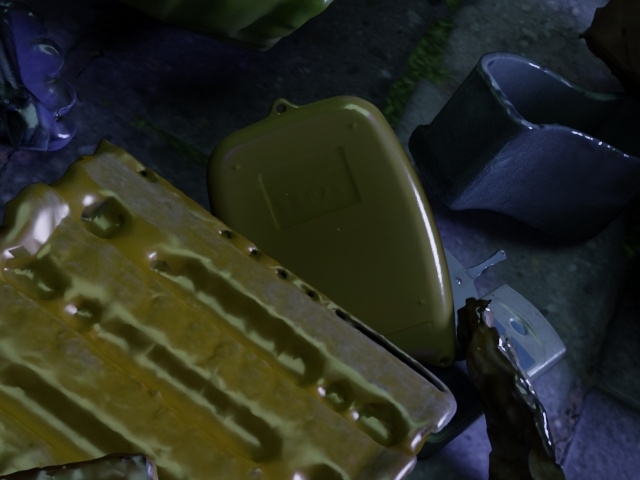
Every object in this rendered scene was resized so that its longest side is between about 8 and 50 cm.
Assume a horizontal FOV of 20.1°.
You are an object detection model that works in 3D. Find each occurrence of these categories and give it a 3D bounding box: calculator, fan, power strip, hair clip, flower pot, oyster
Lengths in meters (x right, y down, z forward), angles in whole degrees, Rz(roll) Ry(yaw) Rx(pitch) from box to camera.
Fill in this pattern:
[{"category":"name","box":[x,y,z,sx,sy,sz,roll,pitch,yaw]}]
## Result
[{"category":"calculator","box":[0.008,0.007,1.315,0.157,0.236,0.033,-20,14,4]},{"category":"fan","box":[0.105,0.035,1.436,0.175,0.005,0.113,-28,84,-52]},{"category":"power strip","box":[0.118,0.098,1.431,0.080,0.029,0.227,45,46,16]},{"category":"hair clip","box":[-0.259,-0.147,1.444,0.124,0.052,0.195,3,45,-32]},{"category":"flower pot","box":[0.191,-0.077,1.534,0.229,0.108,0.103,14,41,-40]},{"category":"oyster","box":[0.161,0.195,1.302,0.078,0.128,0.345,-18,66,-3]}]

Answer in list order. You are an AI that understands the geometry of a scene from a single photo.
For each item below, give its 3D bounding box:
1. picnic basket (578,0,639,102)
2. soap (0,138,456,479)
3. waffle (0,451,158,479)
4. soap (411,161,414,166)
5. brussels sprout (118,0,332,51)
[{"category":"picnic basket","box":[0.446,-0.187,1.598,0.337,0.337,0.293,56,11,25]},{"category":"soap","box":[-0.116,0.122,1.202,0.335,0.156,0.293,34,42,5]},{"category":"waffle","box":[-0.217,0.246,0.984,0.308,0.091,0.213,-11,74,-9]},{"category":"soap","box":[0.000,0.000,1.433,0.119,0.066,0.198,21,45,-7]},{"category":"brussels sprout","box":[-0.085,-0.374,1.522,0.361,0.342,0.425,34,33,-5]}]
